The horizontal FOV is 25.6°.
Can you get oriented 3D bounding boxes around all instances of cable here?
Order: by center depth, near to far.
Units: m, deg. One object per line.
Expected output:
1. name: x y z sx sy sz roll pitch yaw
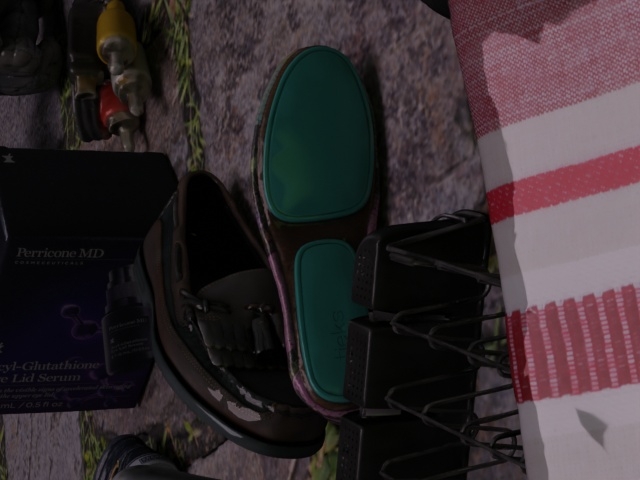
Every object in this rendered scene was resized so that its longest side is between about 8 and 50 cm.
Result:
1. cable: -0.182 -0.199 1.230 0.139 0.072 0.287 96 171 -52

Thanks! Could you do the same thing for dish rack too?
1. dish rack: 0.090 0.106 0.626 0.271 0.074 0.208 20 109 61

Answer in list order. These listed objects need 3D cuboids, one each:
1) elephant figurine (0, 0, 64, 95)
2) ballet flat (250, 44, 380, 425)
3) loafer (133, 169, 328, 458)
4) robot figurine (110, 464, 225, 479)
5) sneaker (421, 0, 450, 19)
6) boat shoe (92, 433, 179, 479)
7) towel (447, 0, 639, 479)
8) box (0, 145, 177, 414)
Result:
1. elephant figurine: -0.326 -0.271 1.418 0.169 0.186 0.239 46 -135 -64
2. ballet flat: 0.000 0.000 0.817 0.079 0.076 0.222 112 152 -74
3. loafer: -0.061 0.038 0.911 0.267 0.096 0.084 50 127 56
4. robot figurine: -0.074 0.301 0.781 0.300 0.199 0.354 -47 -37 -60
5. sneaker: 0.092 -0.151 0.626 0.267 0.101 0.106 36 147 55
6. boat shoe: -0.153 0.250 1.128 0.083 0.065 0.183 25 105 63
7. towel: 0.153 0.036 0.445 0.237 0.037 0.329 -18 76 44
8. box: -0.208 0.034 1.135 0.108 0.153 0.207 65 145 40
